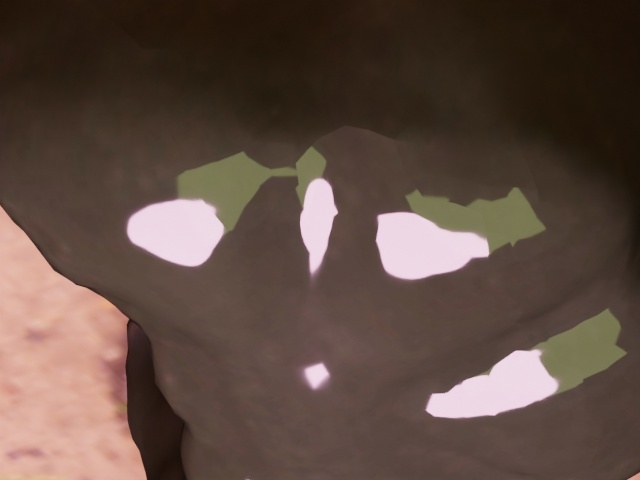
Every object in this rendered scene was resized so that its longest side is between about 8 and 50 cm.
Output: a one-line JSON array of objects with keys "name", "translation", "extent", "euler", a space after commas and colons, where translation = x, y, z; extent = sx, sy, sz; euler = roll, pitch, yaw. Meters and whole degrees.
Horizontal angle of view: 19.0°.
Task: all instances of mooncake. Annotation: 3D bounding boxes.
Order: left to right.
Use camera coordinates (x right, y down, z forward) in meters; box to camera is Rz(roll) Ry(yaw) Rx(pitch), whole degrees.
[{"name": "mooncake", "translation": [0.000, 0.000, 0.396], "extent": [0.168, 0.104, 0.175], "euler": [-26, 130, 33]}]
